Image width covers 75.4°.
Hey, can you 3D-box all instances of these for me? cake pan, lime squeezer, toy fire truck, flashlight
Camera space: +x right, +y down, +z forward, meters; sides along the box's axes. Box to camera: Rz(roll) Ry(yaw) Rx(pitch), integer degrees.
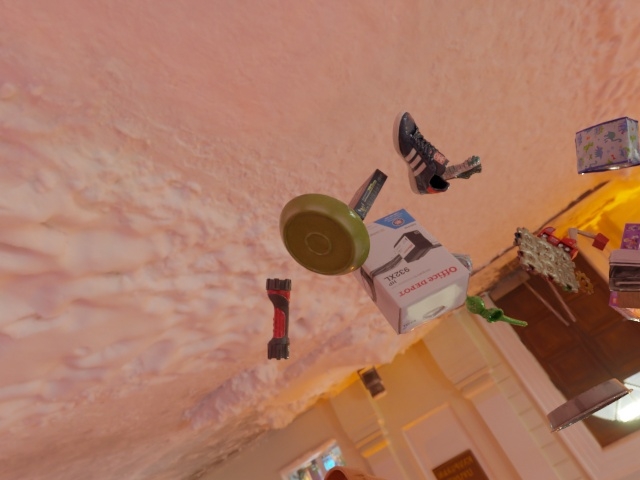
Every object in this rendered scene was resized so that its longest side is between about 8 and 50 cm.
[{"bbox_3d":[0.876,0.544,1.368,0.292,0.054,0.293,-18,143,-14],"label":"cake pan"},{"bbox_3d":[0.505,0.211,1.282,0.059,0.310,0.110,-61,176,7],"label":"lime squeezer"},{"bbox_3d":[0.900,-0.003,1.486,0.135,0.192,0.047,-40,144,-12],"label":"toy fire truck"},{"bbox_3d":[-0.165,0.298,1.589,0.103,0.305,0.103,2,170,3],"label":"flashlight"}]

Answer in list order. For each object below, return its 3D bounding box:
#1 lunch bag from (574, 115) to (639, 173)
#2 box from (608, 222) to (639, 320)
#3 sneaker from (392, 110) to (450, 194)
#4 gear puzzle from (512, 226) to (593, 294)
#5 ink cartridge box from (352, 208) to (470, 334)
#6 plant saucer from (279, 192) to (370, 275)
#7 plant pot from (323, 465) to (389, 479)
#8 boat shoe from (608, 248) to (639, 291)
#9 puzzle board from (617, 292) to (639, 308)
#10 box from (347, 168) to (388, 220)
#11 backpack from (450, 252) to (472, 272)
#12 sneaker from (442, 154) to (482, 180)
[{"bbox_3d":[0.804,-0.262,1.172,0.096,0.129,0.151,2,175,-33],"label":"lunch bag"},{"bbox_3d":[1.075,0.112,1.414,0.200,0.057,0.294,24,80,-35],"label":"box"},{"bbox_3d":[0.369,-0.304,1.458,0.131,0.148,0.350,-56,134,-24],"label":"sneaker"},{"bbox_3d":[0.779,0.086,1.386,0.338,0.176,0.044,25,140,-13],"label":"gear puzzle"},{"bbox_3d":[0.229,0.076,1.167,0.223,0.307,0.129,-23,136,-14],"label":"ink cartridge box"},{"bbox_3d":[0.000,0.000,1.006,0.241,0.240,0.037,-57,180,41],"label":"plant saucer"},{"bbox_3d":[0.133,0.720,1.025,0.203,0.291,0.291,9,139,-18],"label":"plant pot"},{"bbox_3d":[0.810,0.089,0.897,0.121,0.119,0.335,10,177,-25],"label":"boat shoe"},{"bbox_3d":[0.978,0.147,1.283,0.096,0.128,0.011,-2,170,35],"label":"puzzle board"},{"bbox_3d":[0.149,-0.138,1.560,0.233,0.059,0.183,-59,-172,-30],"label":"box"},{"bbox_3d":[0.610,0.125,1.916,0.181,0.152,0.115,-7,-164,25],"label":"backpack"},{"bbox_3d":[0.548,-0.260,1.607,0.166,0.065,0.076,-21,130,32],"label":"sneaker"}]
